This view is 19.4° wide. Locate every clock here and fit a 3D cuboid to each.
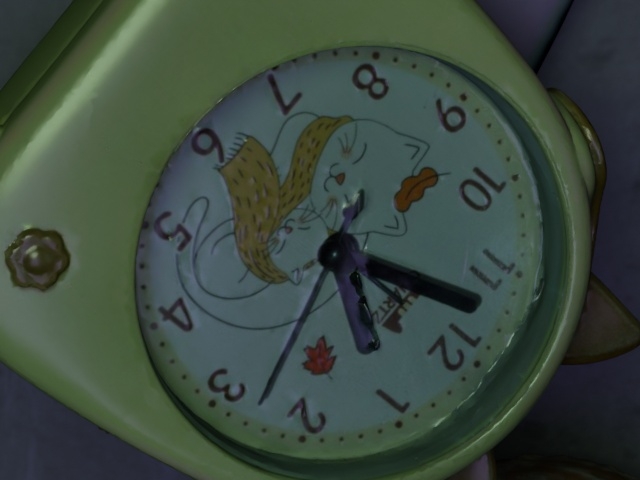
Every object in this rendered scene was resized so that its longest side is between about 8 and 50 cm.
[{"bbox_3d":[0.000,0.000,0.969,0.348,0.117,0.286,40,90,-21],"label":"clock"}]

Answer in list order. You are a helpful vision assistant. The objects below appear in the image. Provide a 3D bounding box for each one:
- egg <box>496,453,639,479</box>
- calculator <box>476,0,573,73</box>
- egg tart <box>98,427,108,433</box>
[{"bbox_3d":[0.159,0.240,1.175,0.245,0.203,0.203,28,116,-17],"label":"egg"},{"bbox_3d":[0.032,-0.099,1.050,0.173,0.051,0.293,18,119,-14],"label":"calculator"},{"bbox_3d":[-0.098,0.049,1.087,0.212,0.090,0.212,10,139,8],"label":"egg tart"}]
